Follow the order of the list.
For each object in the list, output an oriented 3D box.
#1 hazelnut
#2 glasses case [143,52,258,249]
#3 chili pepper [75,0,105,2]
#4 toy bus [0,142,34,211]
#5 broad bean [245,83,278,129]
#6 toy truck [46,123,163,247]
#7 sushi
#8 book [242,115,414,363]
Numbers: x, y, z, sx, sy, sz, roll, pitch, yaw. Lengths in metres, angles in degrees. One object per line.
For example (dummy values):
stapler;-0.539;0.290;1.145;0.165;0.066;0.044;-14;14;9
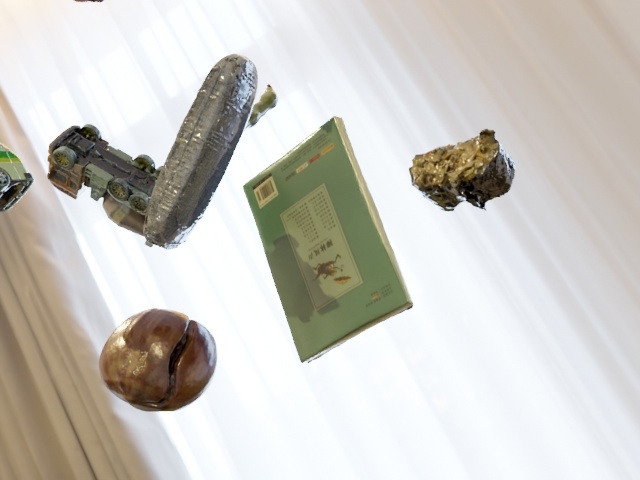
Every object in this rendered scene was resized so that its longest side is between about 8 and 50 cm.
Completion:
hazelnut;-0.321;0.253;1.561;0.234;0.217;0.218;5;4;27
glasses case;-0.159;-0.118;1.048;0.282;0.067;0.109;-64;-13;3
chili pepper;-0.451;-0.495;1.476;0.086;0.192;0.084;-4;-70;-39
toy bus;-0.741;-0.137;1.558;0.134;0.164;0.276;-38;-14;28
broad bean;-0.157;-0.294;1.788;0.052;0.052;0.256;-26;19;38
toy truck;-0.380;-0.095;1.439;0.140;0.257;0.108;-60;1;42
sushi;0.281;-0.130;1.580;0.213;0.147;0.115;-8;-28;42
book;0.000;0.000;1.399;0.264;0.379;0.031;-33;-23;33
